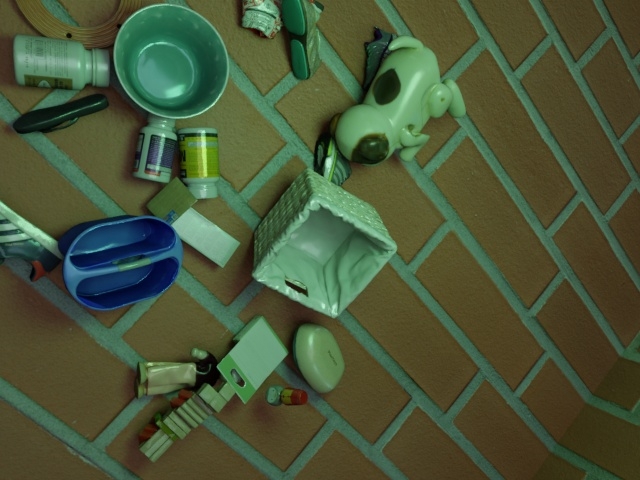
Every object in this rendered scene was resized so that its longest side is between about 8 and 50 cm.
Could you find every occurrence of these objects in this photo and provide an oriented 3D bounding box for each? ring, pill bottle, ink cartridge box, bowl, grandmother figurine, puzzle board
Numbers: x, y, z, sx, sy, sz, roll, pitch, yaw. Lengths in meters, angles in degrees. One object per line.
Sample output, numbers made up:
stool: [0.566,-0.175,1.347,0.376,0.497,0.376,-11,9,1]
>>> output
ring: [-0.666,-0.698,1.541,0.337,0.032,0.336,-3,98,-25]
pill bottle: [-0.481,-0.271,1.635,0.108,0.108,0.193,10,92,-25]
pill bottle: [-0.365,-0.232,1.686,0.119,0.119,0.208,-5,98,-24]
ink cartridge box: [-0.228,0.384,1.819,0.235,0.056,0.171,-45,114,-34]
bowl: [-0.434,-0.494,1.596,0.312,0.163,0.311,-2,95,-25]
pill bottle: [-0.692,-0.473,1.501,0.229,0.131,0.131,-1,97,-24]
grandmother figurine: [-0.400,0.420,1.766,0.342,0.104,0.207,2,129,-28]
puzzle board: [-0.440,-0.111,1.654,0.128,0.011,0.096,-42,87,5]

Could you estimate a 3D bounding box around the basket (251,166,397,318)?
basket: [0.000,0.000,1.738,0.328,0.266,0.331,29,115,-25]

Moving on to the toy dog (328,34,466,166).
toy dog: [0.230,-0.407,1.806,0.408,0.284,0.395,-46,155,-6]

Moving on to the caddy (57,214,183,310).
caddy: [-0.553,0.056,1.557,0.341,0.179,0.241,-17,108,-41]

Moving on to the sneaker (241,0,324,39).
sneaker: [-0.123,-0.703,1.762,0.270,0.090,0.145,1,106,-30]

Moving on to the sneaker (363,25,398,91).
sneaker: [0.179,-0.624,1.925,0.098,0.083,0.223,26,82,-3]

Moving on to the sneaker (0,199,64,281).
sneaker: [-0.859,-0.021,1.479,0.350,0.131,0.148,43,74,-23]

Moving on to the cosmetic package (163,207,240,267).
cosmetic package: [-0.377,-0.022,1.739,0.239,0.060,0.099,39,78,-23]

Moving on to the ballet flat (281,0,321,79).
ballet flat: [-0.050,-0.654,1.733,0.106,0.108,0.316,-43,152,-26]

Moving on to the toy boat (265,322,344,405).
toy boat: [-0.054,0.431,1.875,0.318,0.148,0.267,-48,122,-46]

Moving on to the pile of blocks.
pile of blocks: [-0.430,0.522,1.719,0.362,0.149,0.112,-38,104,7]

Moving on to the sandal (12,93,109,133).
sandal: [-0.707,-0.336,1.538,0.255,0.097,0.054,-23,132,-20]

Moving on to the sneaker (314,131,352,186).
sneaker: [0.044,-0.207,1.887,0.121,0.111,0.299,6,96,-29]
